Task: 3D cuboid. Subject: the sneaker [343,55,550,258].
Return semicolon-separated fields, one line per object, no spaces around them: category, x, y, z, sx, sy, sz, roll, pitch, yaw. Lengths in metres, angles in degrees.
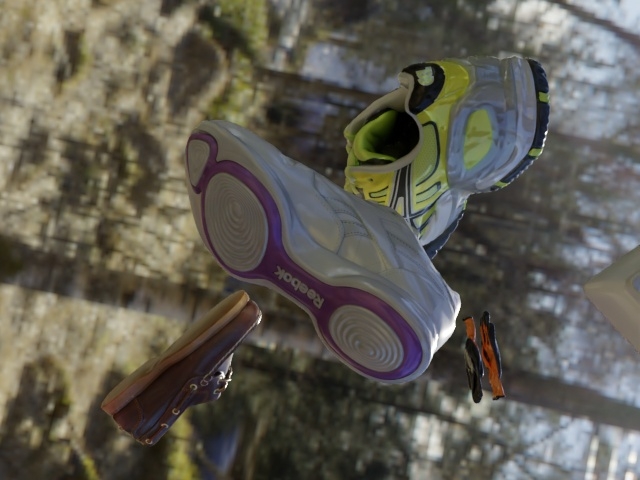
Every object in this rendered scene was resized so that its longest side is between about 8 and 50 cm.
sneaker;0.078;-0.076;1.382;0.384;0.147;0.145;129;-36;-51

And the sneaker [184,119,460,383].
sneaker;0.000;0.000;1.253;0.114;0.305;0.152;-52;170;37

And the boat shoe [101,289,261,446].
boat shoe;-0.126;0.129;1.345;0.207;0.073;0.073;-39;-170;27

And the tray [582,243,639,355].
tray;0.385;0.023;1.247;0.270;0.145;0.030;-32;160;-22

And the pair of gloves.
pair of gloves;0.134;0.098;1.133;0.083;0.010;0.074;140;-57;-77
